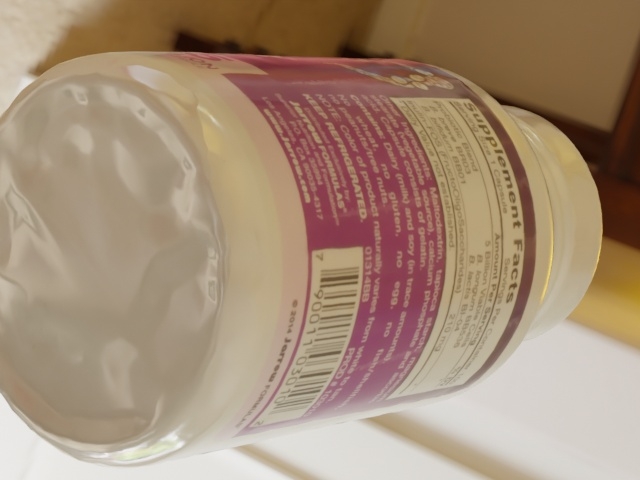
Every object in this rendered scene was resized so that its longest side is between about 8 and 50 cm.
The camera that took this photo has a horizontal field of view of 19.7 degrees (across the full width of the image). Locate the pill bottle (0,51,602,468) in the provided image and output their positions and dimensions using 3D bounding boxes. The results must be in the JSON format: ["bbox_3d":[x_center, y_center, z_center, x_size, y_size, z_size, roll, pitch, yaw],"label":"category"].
[{"bbox_3d":[0.000,0.000,0.838,0.301,0.169,0.169,-5,115,-52],"label":"pill bottle"}]
